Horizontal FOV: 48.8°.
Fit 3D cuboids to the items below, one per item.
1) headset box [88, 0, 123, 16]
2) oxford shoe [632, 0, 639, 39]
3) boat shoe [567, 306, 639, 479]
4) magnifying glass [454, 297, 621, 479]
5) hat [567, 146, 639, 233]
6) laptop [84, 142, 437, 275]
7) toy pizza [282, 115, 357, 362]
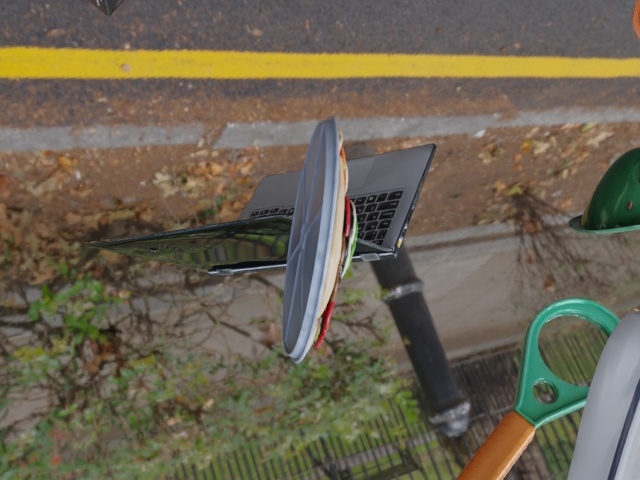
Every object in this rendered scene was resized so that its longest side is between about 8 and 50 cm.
[{"bbox_3d":[-0.416,-0.571,1.206,0.218,0.293,0.110,-53,-174,-13],"label":"headset box"},{"bbox_3d":[0.494,-0.328,0.762,0.363,0.130,0.132,-43,156,9],"label":"oxford shoe"},{"bbox_3d":[0.225,0.232,0.413,0.135,0.367,0.156,16,178,-37],"label":"boat shoe"},{"bbox_3d":[0.189,0.140,0.614,0.231,0.092,0.026,-44,159,-22],"label":"magnifying glass"},{"bbox_3d":[0.452,-0.124,1.025,0.208,0.184,0.173,-15,-170,-14],"label":"hat"},{"bbox_3d":[-0.075,-0.074,1.117,0.381,0.408,0.236,-6,132,35],"label":"laptop"},{"bbox_3d":[0.000,0.000,0.578,0.032,0.201,0.201,8,153,-8],"label":"toy pizza"}]
